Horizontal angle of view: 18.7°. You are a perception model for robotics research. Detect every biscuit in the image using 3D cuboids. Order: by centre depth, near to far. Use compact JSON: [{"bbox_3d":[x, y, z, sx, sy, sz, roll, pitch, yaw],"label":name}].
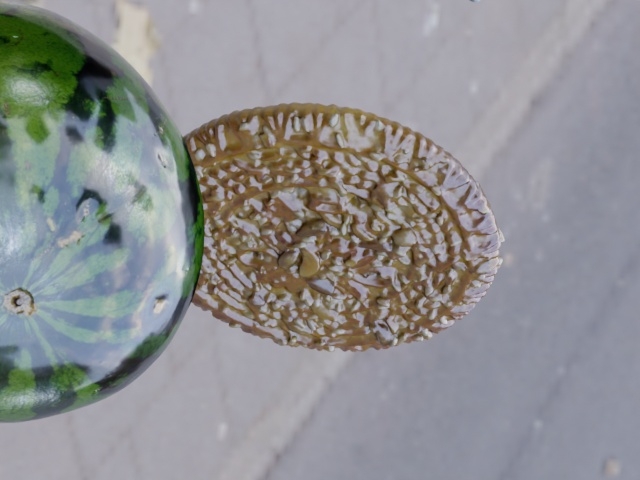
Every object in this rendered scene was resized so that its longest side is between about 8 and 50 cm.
[{"bbox_3d":[0.000,0.000,1.604,0.305,0.305,0.038,69,23,-45],"label":"biscuit"}]

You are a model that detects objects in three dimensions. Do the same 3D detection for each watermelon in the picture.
[{"bbox_3d":[-0.223,-0.020,1.307,0.285,0.285,0.285,-31,126,-56],"label":"watermelon"}]

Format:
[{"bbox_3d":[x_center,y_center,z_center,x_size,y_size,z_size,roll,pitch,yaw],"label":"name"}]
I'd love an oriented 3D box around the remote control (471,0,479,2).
[{"bbox_3d":[0.049,-0.202,1.243,0.027,0.184,0.050,-36,129,-15],"label":"remote control"}]
